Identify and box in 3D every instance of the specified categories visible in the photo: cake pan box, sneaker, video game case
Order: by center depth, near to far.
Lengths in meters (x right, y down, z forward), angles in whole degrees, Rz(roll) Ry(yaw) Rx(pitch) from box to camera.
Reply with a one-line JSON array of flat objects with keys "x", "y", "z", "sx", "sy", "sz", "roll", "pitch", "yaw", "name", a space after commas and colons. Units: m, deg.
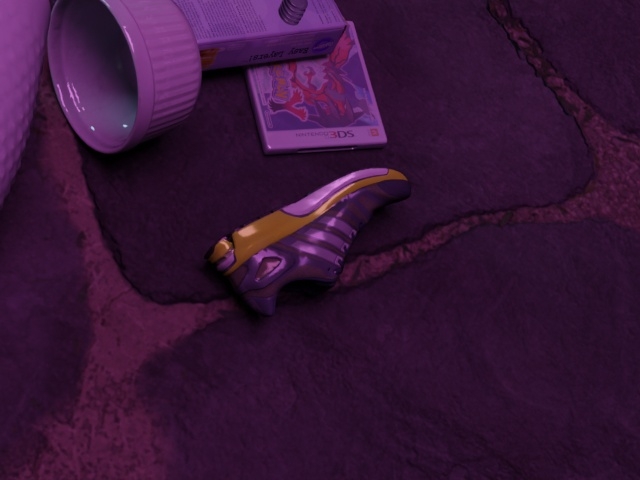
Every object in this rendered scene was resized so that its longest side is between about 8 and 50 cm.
[{"x": 0.000, "y": 0.000, "z": 1.533, "sx": 0.300, "sy": 0.111, "sz": 0.121, "roll": -28, "pitch": 89, "yaw": -24, "name": "sneaker"}, {"x": -0.127, "y": -0.362, "z": 1.644, "sx": 0.246, "sy": 0.070, "sz": 0.267, "roll": -13, "pitch": 64, "yaw": -29, "name": "cake pan box"}, {"x": -0.014, "y": -0.216, "z": 1.664, "sx": 0.183, "sy": 0.023, "sz": 0.201, "roll": -6, "pitch": 68, "yaw": -24, "name": "video game case"}]

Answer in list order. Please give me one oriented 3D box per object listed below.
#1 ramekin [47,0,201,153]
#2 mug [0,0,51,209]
[{"x": -0.237, "y": -0.217, "z": 1.473, "sx": 0.109, "sy": 0.207, "sz": 0.207, "roll": -20, "pitch": 75, "yaw": -38, "name": "ramekin"}, {"x": -0.503, "y": -0.135, "z": 1.310, "sx": 0.374, "sy": 0.276, "sz": 0.328, "roll": 0, "pitch": 70, "yaw": 11, "name": "mug"}]
